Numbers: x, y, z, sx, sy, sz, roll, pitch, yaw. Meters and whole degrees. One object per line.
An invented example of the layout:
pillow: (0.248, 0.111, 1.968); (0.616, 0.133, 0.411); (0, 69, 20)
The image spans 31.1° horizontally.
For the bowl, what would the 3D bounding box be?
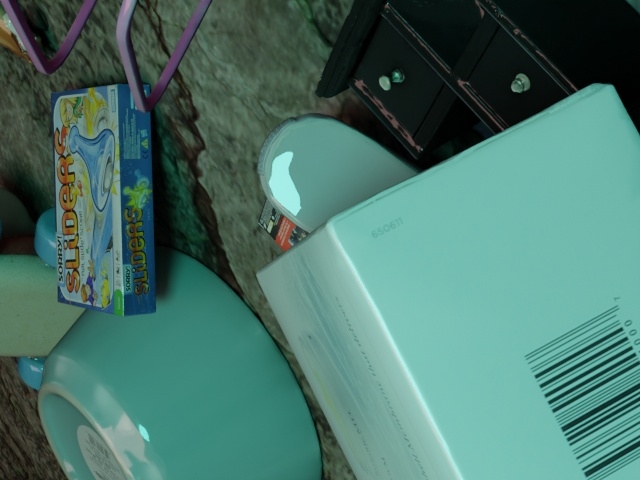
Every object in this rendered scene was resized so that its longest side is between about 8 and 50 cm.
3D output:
bowl: (-0.162, 0.177, 1.130); (0.311, 0.163, 0.312); (35, 140, 35)

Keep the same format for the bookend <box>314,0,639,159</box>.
bookend: (0.090, -0.090, 0.638); (0.156, 0.072, 0.157); (50, 148, 13)

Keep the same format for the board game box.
board game box: (-0.199, -0.038, 1.048); (0.136, 0.035, 0.201); (4, 96, 53)

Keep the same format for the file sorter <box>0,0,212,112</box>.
file sorter: (-0.187, -0.221, 0.644); (0.290, 0.182, 0.202); (26, 169, 0)

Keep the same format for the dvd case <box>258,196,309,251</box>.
dvd case: (0.000, 0.000, 0.895); (0.119, 0.013, 0.087); (48, 147, 19)

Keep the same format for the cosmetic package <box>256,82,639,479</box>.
cosmetic package: (0.087, 0.075, 0.547); (0.224, 0.138, 0.224); (63, 169, 2)

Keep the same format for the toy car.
toy car: (-0.352, 0.011, 1.282); (0.238, 0.210, 0.219); (-112, 32, -47)

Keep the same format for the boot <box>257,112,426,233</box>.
boot: (0.078, 0.004, 0.738); (0.258, 0.095, 0.123); (38, -173, -2)

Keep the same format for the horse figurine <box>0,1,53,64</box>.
horse figurine: (-0.380, -0.246, 1.146); (0.263, 0.066, 0.174); (2, 139, 44)
